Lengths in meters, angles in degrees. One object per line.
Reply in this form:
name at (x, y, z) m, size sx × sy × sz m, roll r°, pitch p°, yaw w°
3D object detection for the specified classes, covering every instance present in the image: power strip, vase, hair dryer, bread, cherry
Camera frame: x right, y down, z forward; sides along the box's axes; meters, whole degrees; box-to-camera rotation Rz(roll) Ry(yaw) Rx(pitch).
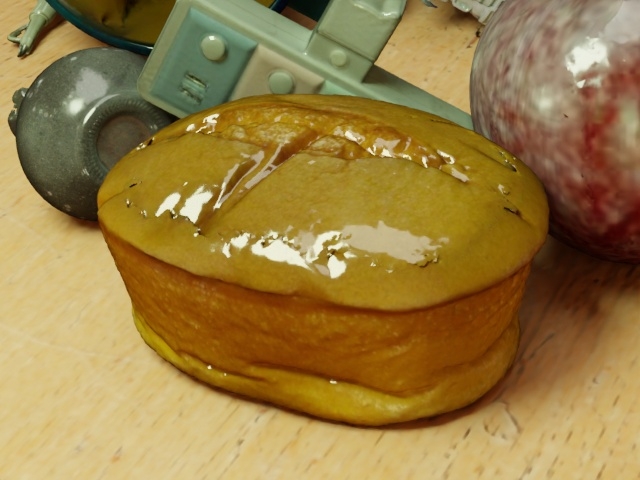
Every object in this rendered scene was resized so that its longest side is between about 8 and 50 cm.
power strip at (0.006, -0.110, 1.006) m, size 0.215 × 0.145 × 0.061 m, roll 27°, pitch 36°, yaw -9°
vase at (-0.170, -0.082, 1.101) m, size 0.120 × 0.120 × 0.183 m, roll -20°, pitch 22°, yaw -24°
hair dryer at (-0.203, -0.231, 1.399) m, size 0.167 × 0.067 × 0.199 m, roll -6°, pitch 42°, yaw -12°
bread at (0.000, 0.000, 0.914) m, size 0.269 × 0.143 × 0.195 m, roll 16°, pitch 38°, yaw 26°
cherry at (0.207, -0.095, 0.982) m, size 0.230 × 0.203 × 0.300 m, roll -17°, pitch 26°, yaw -8°

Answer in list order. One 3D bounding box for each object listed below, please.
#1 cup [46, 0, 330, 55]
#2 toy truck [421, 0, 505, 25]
cup at (-0.084, -0.332, 1.327) m, size 0.307 × 0.242 × 0.292 m, roll 3°, pitch 38°, yaw 4°
toy truck at (0.127, -0.304, 1.339) m, size 0.155 × 0.124 × 0.268 m, roll 25°, pitch 34°, yaw -9°
